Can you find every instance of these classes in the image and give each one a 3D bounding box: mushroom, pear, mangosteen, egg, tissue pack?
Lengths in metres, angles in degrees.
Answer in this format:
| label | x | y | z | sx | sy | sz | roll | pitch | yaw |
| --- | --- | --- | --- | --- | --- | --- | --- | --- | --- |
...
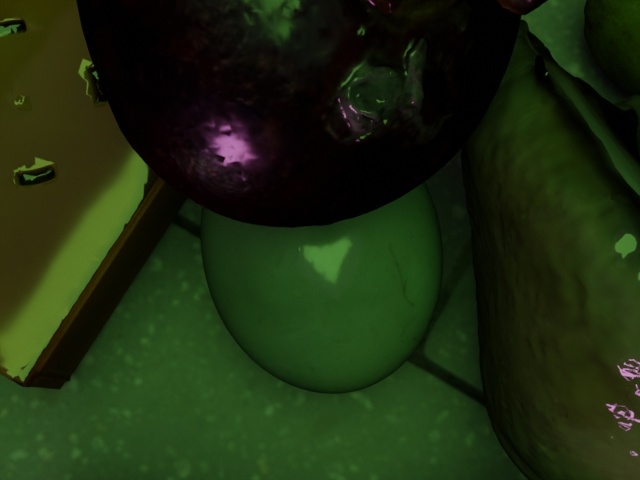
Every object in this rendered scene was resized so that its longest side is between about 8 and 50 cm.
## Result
| label | x | y | z | sx | sy | sz | roll | pitch | yaw |
| --- | --- | --- | --- | --- | --- | --- | --- | --- | --- |
| mushroom | 0.141 | 0.016 | 0.644 | 0.217 | 0.212 | 0.292 | 33 | 42 | -25 |
| pear | 0.241 | -0.140 | 0.755 | 0.131 | 0.107 | 0.107 | 39 | 81 | 20 |
| mangosteen | 0.008 | -0.123 | 0.531 | 0.236 | 0.261 | 0.235 | -1 | 92 | -34 |
| egg | 0.000 | 0.000 | 0.701 | 0.149 | 0.149 | 0.192 | -10 | 75 | -3 |
| tissue pack | -0.178 | -0.070 | 0.713 | 0.194 | 0.145 | 0.274 | 32 | 80 | 2 |
